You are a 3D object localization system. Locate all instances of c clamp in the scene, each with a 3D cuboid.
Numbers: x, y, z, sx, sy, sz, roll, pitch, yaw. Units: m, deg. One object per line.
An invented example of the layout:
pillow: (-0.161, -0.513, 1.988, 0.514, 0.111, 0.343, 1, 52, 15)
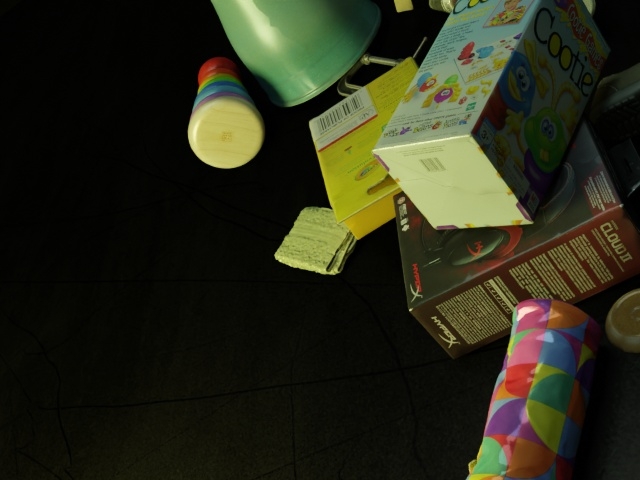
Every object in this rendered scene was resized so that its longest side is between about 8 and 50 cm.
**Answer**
c clamp: (0.102, -0.299, 1.592, 0.161, 0.022, 0.137, 17, 71, 50)

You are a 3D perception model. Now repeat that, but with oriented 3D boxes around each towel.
towel: (0.000, 0.000, 1.375, 0.148, 0.027, 0.110, 11, 63, 49)

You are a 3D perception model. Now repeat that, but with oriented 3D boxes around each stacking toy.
stacking toy: (-0.196, -0.272, 1.775, 0.141, 0.141, 0.330, -36, 31, 11)

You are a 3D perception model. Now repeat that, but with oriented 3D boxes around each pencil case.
pencil case: (0.213, 0.175, 0.917, 0.104, 0.104, 0.236, -4, 50, 43)

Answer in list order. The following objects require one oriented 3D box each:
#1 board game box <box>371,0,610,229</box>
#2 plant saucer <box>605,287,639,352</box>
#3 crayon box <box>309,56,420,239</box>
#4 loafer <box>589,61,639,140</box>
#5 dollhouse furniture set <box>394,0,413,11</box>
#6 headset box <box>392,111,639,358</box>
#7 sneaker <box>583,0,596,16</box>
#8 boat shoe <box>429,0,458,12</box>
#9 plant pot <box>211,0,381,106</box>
board game box: (0.203, -0.164, 1.044, 0.144, 0.142, 0.275, -3, 49, 48)
plant saucer: (0.339, 0.080, 0.958, 0.083, 0.015, 0.083, -27, 38, 24)
crayon box: (0.100, -0.131, 1.332, 0.202, 0.081, 0.318, -31, 31, 12)
loafer: (0.438, -0.212, 1.091, 0.251, 0.094, 0.087, -23, 44, 28)
dollhouse furniture set: (0.185, -0.477, 1.634, 0.101, 0.161, 0.182, -9, 70, 11)
headset box: (0.244, -0.023, 1.077, 0.293, 0.110, 0.218, -28, 36, 22)
sneaker: (0.290, -0.275, 1.332, 0.258, 0.094, 0.091, -36, 7, 17)
boat shoe: (0.263, -0.489, 1.572, 0.219, 0.078, 0.070, -53, 37, -10)
plant pot: (-0.070, -0.432, 1.675, 0.272, 0.255, 0.271, -31, 33, 23)
